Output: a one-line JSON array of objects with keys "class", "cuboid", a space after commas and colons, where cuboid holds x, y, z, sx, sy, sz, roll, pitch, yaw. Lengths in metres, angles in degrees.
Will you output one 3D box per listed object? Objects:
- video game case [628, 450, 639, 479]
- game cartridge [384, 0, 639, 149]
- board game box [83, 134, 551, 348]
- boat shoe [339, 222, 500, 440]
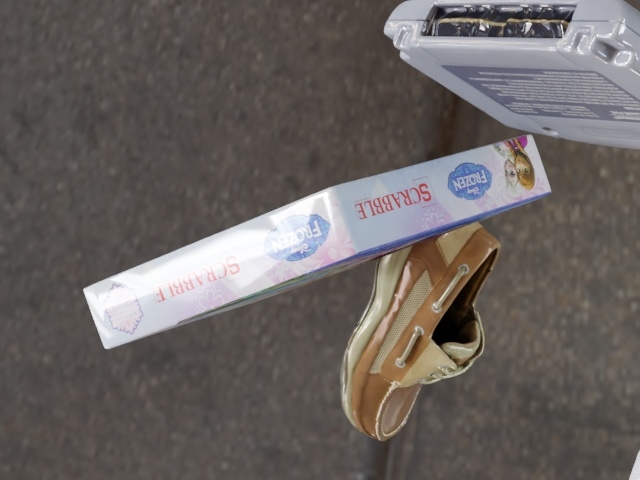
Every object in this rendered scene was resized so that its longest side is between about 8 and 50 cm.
[{"class": "video game case", "cuboid": [0.363, 0.323, 1.803, 0.227, 0.026, 0.206, 20, 89, -15]}, {"class": "game cartridge", "cuboid": [0.208, -0.136, 1.598, 0.196, 0.060, 0.294, 33, 167, -33]}, {"class": "board game box", "cuboid": [0.000, 0.000, 1.804, 0.318, 0.319, 0.065, -21, 87, 40]}, {"class": "boat shoe", "cuboid": [0.110, 0.098, 2.081, 0.120, 0.122, 0.324, 32, 133, 22]}]
